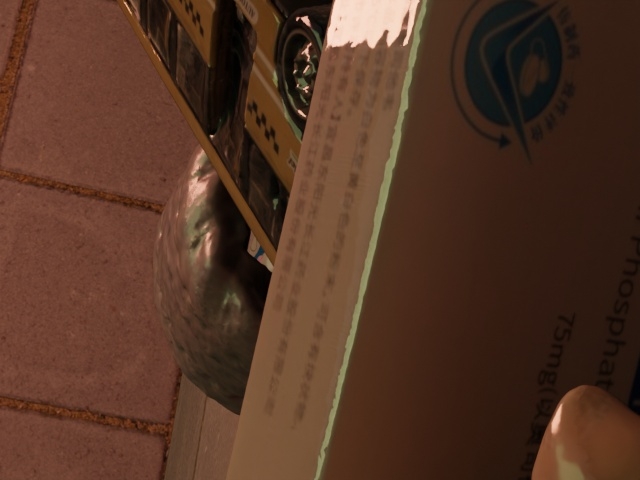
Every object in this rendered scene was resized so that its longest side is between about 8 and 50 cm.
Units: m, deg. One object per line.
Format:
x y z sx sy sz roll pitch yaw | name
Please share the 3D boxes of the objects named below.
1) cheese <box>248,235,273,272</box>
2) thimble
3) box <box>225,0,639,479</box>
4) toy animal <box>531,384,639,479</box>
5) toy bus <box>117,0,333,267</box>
-0.024 -0.009 1.385 0.250 0.064 0.156 -51 28 42 | cheese
0.000 0.000 0.872 0.245 0.217 0.157 -63 8 -24 | thimble
0.069 0.058 0.458 0.065 0.200 0.343 19 97 55 | box
0.086 0.184 0.344 0.166 0.154 0.250 38 125 30 | toy animal
0.010 -0.115 0.700 0.365 0.177 0.201 58 149 37 | toy bus
